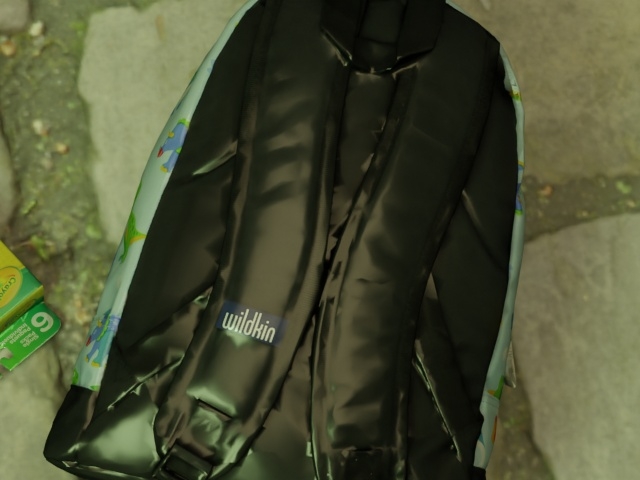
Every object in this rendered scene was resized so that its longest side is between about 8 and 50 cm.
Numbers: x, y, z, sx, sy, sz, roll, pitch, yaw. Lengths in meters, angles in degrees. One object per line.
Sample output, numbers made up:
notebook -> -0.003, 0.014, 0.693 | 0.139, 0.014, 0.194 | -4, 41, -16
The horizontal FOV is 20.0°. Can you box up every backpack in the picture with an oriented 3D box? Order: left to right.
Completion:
backpack -> 0.000, 0.000, 1.205 | 0.290, 0.273, 0.355 | 11, 91, -1

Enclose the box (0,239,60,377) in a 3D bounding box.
box -> -0.272, 0.023, 1.253 | 0.105, 0.043, 0.179 | -42, 82, -18
